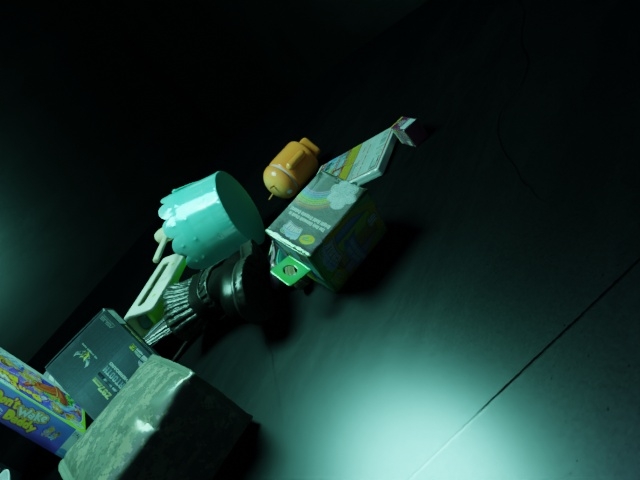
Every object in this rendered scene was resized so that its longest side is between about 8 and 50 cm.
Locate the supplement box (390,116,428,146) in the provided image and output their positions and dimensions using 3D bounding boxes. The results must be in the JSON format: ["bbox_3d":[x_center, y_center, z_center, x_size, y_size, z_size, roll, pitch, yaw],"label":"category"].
[{"bbox_3d":[0.213,-0.263,1.096,0.043,0.055,0.083,-43,24,2],"label":"supplement box"}]

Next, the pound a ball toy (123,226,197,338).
[{"bbox_3d":[-0.467,0.125,1.322,0.135,0.208,0.319,-20,29,17],"label":"pound a ball toy"}]

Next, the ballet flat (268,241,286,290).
[{"bbox_3d":[-0.091,0.037,1.073,0.079,0.076,0.222,-54,17,28],"label":"ballet flat"}]

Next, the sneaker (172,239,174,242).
[{"bbox_3d":[-0.582,-0.003,1.873,0.083,0.118,0.222,-49,23,-12],"label":"sneaker"}]

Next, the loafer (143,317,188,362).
[{"bbox_3d":[-0.425,0.302,1.117,0.095,0.109,0.302,-2,44,52],"label":"loafer"}]

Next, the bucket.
[{"bbox_3d":[-0.300,-0.053,1.316,0.183,0.281,0.281,-28,26,13],"label":"bucket"}]

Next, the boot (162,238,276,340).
[{"bbox_3d":[-0.237,0.137,1.013,0.260,0.131,0.348,-29,13,2],"label":"boot"}]

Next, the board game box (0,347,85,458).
[{"bbox_3d":[-0.803,0.416,1.223,0.078,0.347,0.233,-50,24,-16],"label":"board game box"}]

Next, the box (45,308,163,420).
[{"bbox_3d":[-0.473,0.300,1.040,0.183,0.232,0.059,-46,-7,-7],"label":"box"}]

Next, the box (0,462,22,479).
[{"bbox_3d":[-0.970,0.627,1.075,0.212,0.395,0.293,-49,23,-14],"label":"box"}]

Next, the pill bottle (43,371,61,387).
[{"bbox_3d":[-0.940,0.498,1.641,0.160,0.087,0.087,-18,34,45],"label":"pill bottle"}]

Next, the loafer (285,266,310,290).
[{"bbox_3d":[-0.037,0.048,0.971,0.050,0.056,0.148,-41,22,23],"label":"loafer"}]

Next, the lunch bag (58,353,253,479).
[{"bbox_3d":[-0.289,0.328,0.763,0.287,0.169,0.235,-1,47,52],"label":"lunch bag"}]

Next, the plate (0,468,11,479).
[{"bbox_3d":[-0.712,0.652,0.896,0.277,0.045,0.278,-46,37,-16],"label":"plate"}]

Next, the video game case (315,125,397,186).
[{"bbox_3d":[0.077,-0.193,1.238,0.285,0.025,0.204,-22,32,41],"label":"video game case"}]

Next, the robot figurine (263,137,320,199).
[{"bbox_3d":[-0.093,-0.222,1.439,0.158,0.128,0.219,17,61,48],"label":"robot figurine"}]

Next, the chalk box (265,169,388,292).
[{"bbox_3d":[0.000,0.000,0.854,0.132,0.132,0.213,30,74,41],"label":"chalk box"}]
